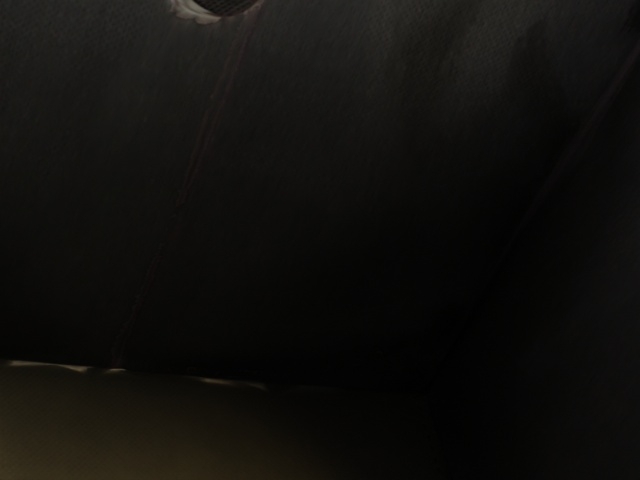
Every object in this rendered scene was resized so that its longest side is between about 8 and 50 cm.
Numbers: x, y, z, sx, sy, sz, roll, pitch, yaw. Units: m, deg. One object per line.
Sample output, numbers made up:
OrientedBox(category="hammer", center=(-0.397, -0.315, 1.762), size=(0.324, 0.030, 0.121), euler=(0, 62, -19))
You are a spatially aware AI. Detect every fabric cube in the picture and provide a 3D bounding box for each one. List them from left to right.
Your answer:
OrientedBox(category="fabric cube", center=(-0.008, 0.046, 0.324), size=(0.254, 0.259, 0.258), euler=(-105, -149, -42))
